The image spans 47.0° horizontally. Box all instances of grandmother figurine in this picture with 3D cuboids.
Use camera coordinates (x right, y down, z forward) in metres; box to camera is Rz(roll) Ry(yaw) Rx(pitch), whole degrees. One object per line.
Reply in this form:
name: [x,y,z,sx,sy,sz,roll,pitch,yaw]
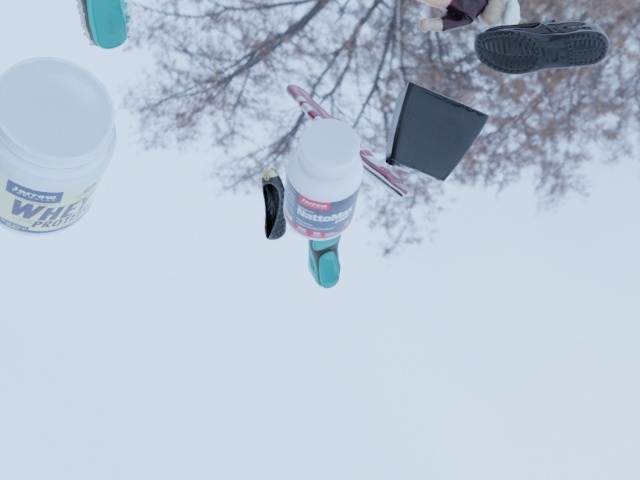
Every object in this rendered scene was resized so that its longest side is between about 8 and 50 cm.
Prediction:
grandmother figurine: [0.278,-0.530,1.538,0.342,0.208,0.104,21,-149,-21]

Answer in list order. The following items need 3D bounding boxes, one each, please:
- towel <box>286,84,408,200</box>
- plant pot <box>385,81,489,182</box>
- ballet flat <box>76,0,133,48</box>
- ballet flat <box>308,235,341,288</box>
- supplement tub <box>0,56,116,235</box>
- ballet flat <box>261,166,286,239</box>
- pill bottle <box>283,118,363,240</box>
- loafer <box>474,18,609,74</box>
towel: [0.063,-0.237,1.748,0.237,0.037,0.329,31,-164,-44]
plant pot: [0.238,-0.228,1.643,0.187,0.167,0.188,23,-177,-2]
ballet flat: [-0.482,-0.590,1.571,0.147,0.409,0.147,7,-123,-10]
ballet flat: [0.000,0.000,1.646,0.083,0.247,0.087,-22,-133,-21]
supplement tub: [-0.516,-0.167,1.373,0.235,0.325,0.235,11,-116,-23]
ballet flat: [-0.111,-0.085,1.712,0.049,0.057,0.173,-22,-72,-52]
pill bottle: [0.004,-0.085,1.040,0.108,0.180,0.108,2,-118,-4]
loafer: [0.373,-0.333,1.250,0.078,0.220,0.080,-62,-29,-45]
